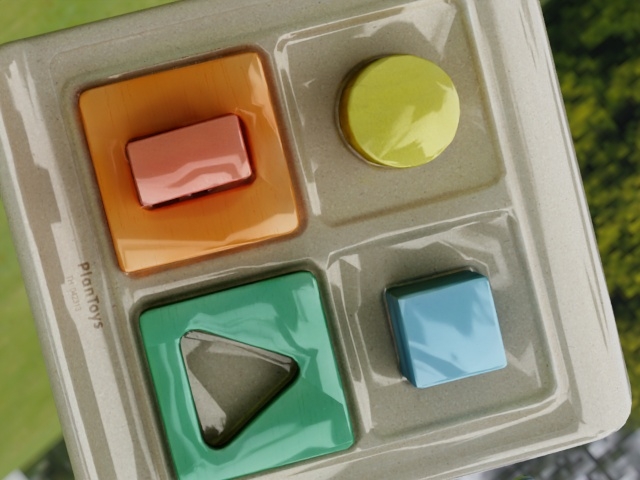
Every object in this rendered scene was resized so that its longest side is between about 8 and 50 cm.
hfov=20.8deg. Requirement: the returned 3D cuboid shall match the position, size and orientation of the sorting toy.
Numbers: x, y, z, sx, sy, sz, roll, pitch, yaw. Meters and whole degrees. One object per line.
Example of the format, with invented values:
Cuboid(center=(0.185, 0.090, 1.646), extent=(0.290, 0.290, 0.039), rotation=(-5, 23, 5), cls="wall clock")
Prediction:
Cuboid(center=(0.000, 0.000, 0.578), extent=(0.196, 0.348, 0.047), rotation=(-15, -175, -9), cls="sorting toy")
